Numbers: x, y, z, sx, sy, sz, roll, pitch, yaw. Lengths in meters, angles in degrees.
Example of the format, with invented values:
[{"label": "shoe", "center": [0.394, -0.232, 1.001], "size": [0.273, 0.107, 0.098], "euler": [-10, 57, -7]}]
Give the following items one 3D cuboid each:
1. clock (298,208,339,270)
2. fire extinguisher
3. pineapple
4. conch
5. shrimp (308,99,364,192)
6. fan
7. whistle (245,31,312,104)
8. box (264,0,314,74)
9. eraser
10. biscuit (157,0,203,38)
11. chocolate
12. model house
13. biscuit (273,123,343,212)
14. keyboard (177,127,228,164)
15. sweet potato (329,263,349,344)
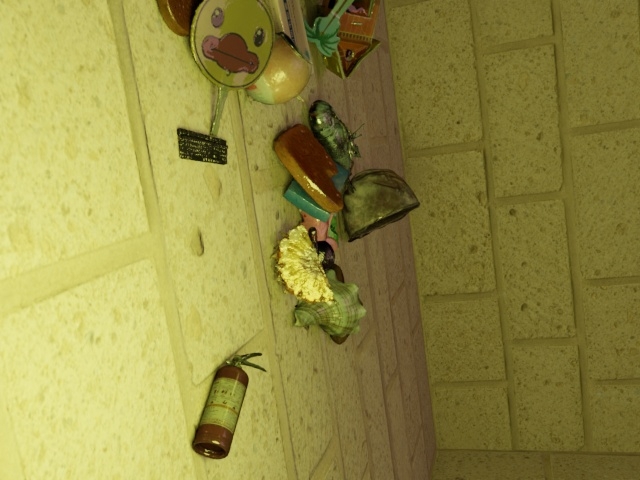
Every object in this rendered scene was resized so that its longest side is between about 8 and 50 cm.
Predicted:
[{"label": "clock", "center": [0.000, 0.000, 1.836], "size": [0.194, 0.100, 0.195], "euler": [26, 61, -71]}, {"label": "fire extinguisher", "center": [-0.173, 0.314, 1.216], "size": [0.231, 0.099, 0.071], "euler": [-75, 174, -45]}, {"label": "pineapple", "center": [-0.061, 0.082, 1.585], "size": [0.233, 0.135, 0.079], "euler": [64, -11, 1]}, {"label": "conch", "center": [0.043, 0.187, 1.816], "size": [0.203, 0.170, 0.386], "euler": [68, 13, 13]}, {"label": "shrimp", "center": [0.073, -0.314, 2.033], "size": [0.372, 0.172, 0.137], "euler": [54, 29, -46]}, {"label": "fan", "center": [-0.191, -0.386, 1.298], "size": [0.230, 0.011, 0.334], "euler": [5, 103, -52]}, {"label": "whistle", "center": [-0.151, -0.450, 1.449], "size": [0.348, 0.189, 0.189], "euler": [49, 36, -33]}, {"label": "box", "center": [-0.106, -0.618, 1.731], "size": [0.200, 0.065, 0.343], "euler": [-59, 140, -61]}, {"label": "eraser", "center": [-0.007, -0.166, 1.804], "size": [0.042, 0.144, 0.312], "euler": [-54, -173, 31]}, {"label": "biscuit", "center": [-0.264, -0.480, 1.250], "size": [0.236, 0.039, 0.179], "euler": [-16, 104, -72]}, {"label": "chocolate", "center": [0.192, -0.153, 2.244], "size": [0.213, 0.303, 0.303], "euler": [64, 16, 8]}, {"label": "model house", "center": [0.024, -0.740, 2.092], "size": [0.300, 0.340, 0.323], "euler": [45, -51, 52]}, {"label": "biscuit", "center": [-0.021, -0.204, 1.734], "size": [0.262, 0.052, 0.277], "euler": [48, 24, -9]}, {"label": "keyboard", "center": [-0.241, -0.193, 1.278], "size": [0.195, 0.018, 0.060], "euler": [-10, 97, -72]}, {"label": "sweet potato", "center": [0.056, 0.202, 2.009], "size": [0.075, 0.075, 0.273], "euler": [40, 43, -65]}]
